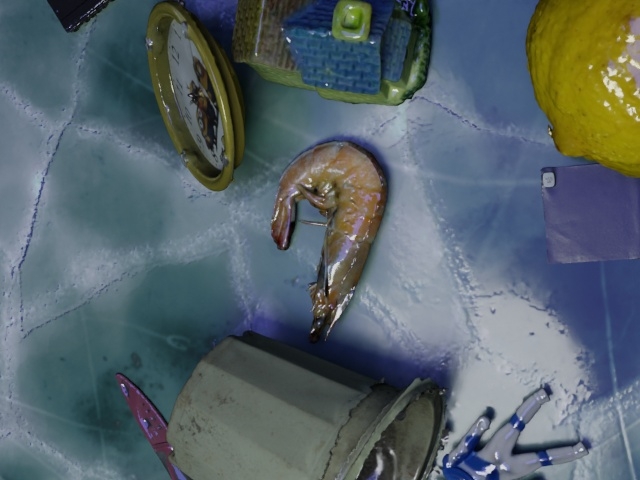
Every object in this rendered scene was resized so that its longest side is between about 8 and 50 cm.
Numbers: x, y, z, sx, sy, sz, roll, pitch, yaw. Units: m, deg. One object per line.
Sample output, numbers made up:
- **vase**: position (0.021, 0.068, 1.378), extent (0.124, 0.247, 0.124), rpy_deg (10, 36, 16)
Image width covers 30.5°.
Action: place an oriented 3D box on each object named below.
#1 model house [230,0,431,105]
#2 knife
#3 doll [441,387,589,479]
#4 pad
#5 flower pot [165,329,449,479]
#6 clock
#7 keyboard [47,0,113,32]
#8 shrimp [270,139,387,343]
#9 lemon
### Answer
- **model house**: position (0.014, -0.258, 1.345), extent (0.214, 0.189, 0.195), rpy_deg (15, 99, 15)
- **knife**: position (-0.196, 0.274, 1.515), extent (0.035, 0.018, 0.247), rpy_deg (-35, 83, 17)
- **doll**: position (0.196, 0.273, 1.392), extent (0.227, 0.057, 0.114), rpy_deg (-36, 90, 5)
- **pad**: position (0.355, -0.035, 1.358), extent (0.193, 0.004, 0.116), rpy_deg (-4, 92, 14)
- **flower pot**: position (-0.020, 0.235, 1.357), extent (0.259, 0.290, 0.290), rpy_deg (26, 99, 26)
- **clock**: position (-0.140, -0.175, 1.399), extent (0.057, 0.237, 0.237), rpy_deg (-21, 87, -21)
- **keyboard**: position (-0.251, -0.358, 1.496), extent (0.231, 0.023, 0.072), rpy_deg (-36, 77, 14)
- **shrimp**: position (0.001, 0.000, 1.437), extent (0.143, 0.052, 0.251), rpy_deg (14, 89, 24)
- **lemon**: position (0.363, -0.210, 1.218), extent (0.322, 0.268, 0.268), rpy_deg (-44, 82, 15)
